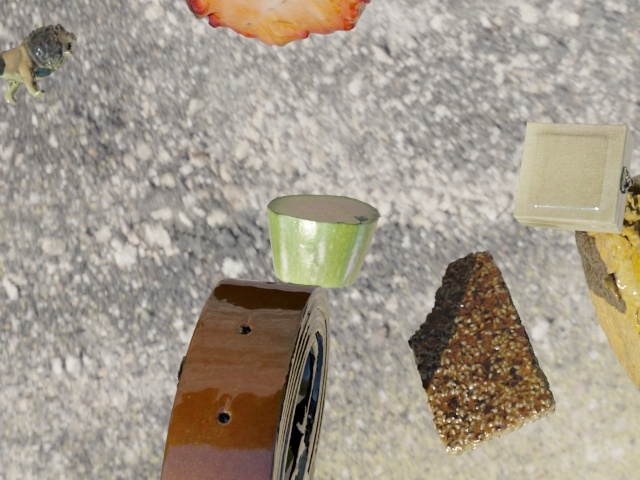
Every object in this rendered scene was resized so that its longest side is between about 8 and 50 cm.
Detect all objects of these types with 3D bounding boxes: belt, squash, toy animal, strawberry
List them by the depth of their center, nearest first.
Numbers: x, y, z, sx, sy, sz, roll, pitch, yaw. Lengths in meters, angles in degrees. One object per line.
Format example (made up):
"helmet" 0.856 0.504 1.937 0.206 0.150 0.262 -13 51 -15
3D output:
"belt" -0.075 0.193 1.144 0.122 0.338 0.217 4 143 10
"strawberry" -0.064 -0.379 1.474 0.265 0.336 0.149 19 73 -14
"toy animal" -0.419 -0.212 1.487 0.220 0.069 0.086 -29 99 -24
"squash" 0.000 0.000 1.660 0.170 0.170 0.122 3 99 -19

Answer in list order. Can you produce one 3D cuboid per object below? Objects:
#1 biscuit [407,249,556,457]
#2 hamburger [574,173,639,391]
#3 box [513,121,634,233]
"biscuit" 0.165 0.117 1.255 0.131 0.236 0.026 -25 138 10
"hamburger" 0.418 0.062 1.379 0.158 0.318 0.318 -19 122 9
"box" 0.197 -0.049 0.866 0.035 0.083 0.079 30 69 -62
